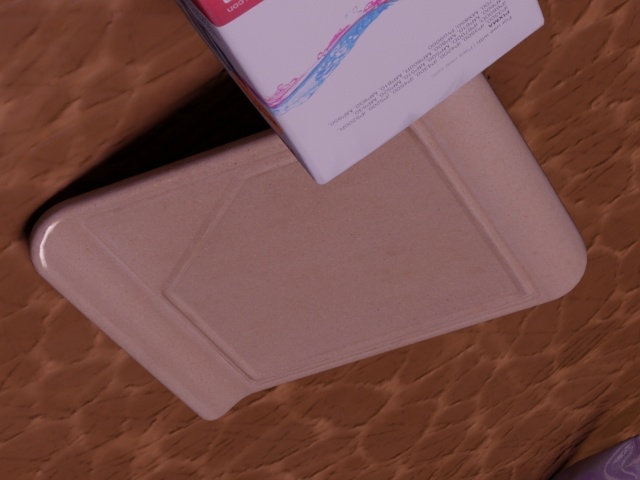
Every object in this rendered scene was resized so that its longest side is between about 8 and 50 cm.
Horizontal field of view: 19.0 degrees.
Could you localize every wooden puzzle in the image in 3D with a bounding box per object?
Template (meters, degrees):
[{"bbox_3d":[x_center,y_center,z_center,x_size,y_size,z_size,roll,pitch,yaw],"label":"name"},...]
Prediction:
[{"bbox_3d":[0.000,0.000,0.994,0.239,0.044,0.221,-22,145,13],"label":"wooden puzzle"}]

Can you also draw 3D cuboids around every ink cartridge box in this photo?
[{"bbox_3d":[-0.006,-0.135,0.785,0.127,0.128,0.176,-37,149,-1],"label":"ink cartridge box"}]

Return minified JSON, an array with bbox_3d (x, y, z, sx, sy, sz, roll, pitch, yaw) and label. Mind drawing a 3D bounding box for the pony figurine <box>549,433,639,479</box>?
[{"bbox_3d":[0.162,0.337,1.495,0.363,0.303,0.351,-14,174,-39],"label":"pony figurine"}]
